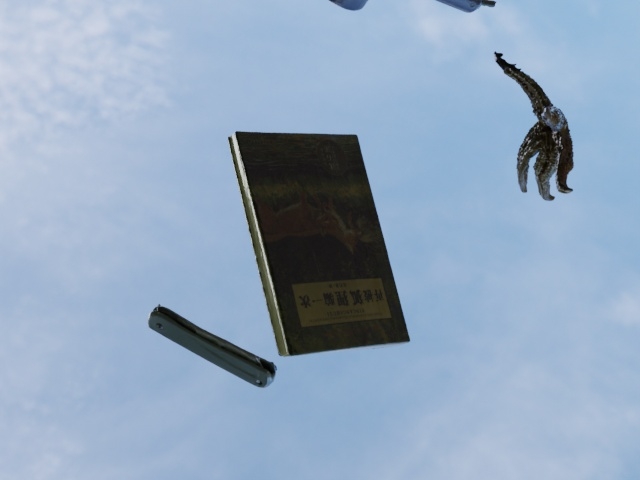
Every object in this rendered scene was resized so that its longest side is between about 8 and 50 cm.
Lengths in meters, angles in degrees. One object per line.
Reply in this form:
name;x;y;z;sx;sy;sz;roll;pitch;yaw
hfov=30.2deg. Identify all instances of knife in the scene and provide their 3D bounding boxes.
knife;-0.122;0.118;1.339;0.162;0.044;0.023;27;-130;9

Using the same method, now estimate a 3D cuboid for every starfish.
starfish;0.178;-0.097;0.951;0.041;0.133;0.130;-19;-95;-9

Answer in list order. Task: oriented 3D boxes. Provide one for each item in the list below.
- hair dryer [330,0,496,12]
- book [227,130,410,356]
hair dryer;0.055;-0.145;0.628;0.114;0.063;0.037;14;-139;-35
book;0.000;0.000;1.178;0.160;0.024;0.228;-2;-109;-39
